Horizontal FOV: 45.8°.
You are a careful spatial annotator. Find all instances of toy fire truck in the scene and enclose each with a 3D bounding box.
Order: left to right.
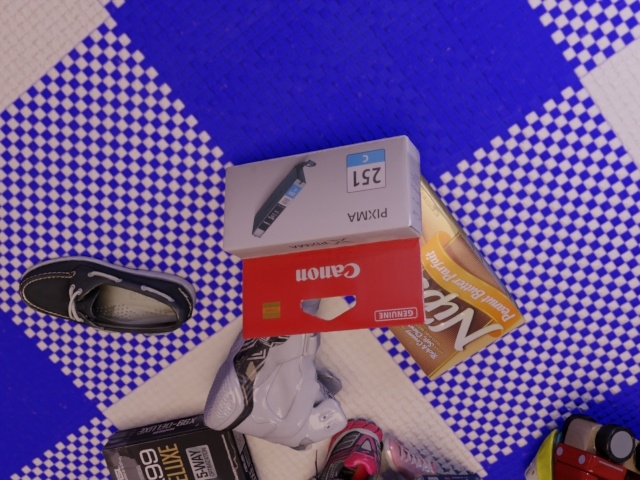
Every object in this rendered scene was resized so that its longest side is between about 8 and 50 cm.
[{"bbox_3d":[0.472,0.435,1.259,0.217,0.158,0.246,24,81,-16],"label":"toy fire truck"}]

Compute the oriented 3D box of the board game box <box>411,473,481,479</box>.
[{"bbox_3d":[0.169,0.482,1.339,0.194,0.060,0.194,-40,144,26],"label":"board game box"}]

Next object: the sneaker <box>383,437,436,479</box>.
[{"bbox_3d":[0.165,0.397,1.353,0.070,0.051,0.134,-22,114,15],"label":"sneaker"}]

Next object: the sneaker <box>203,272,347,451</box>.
[{"bbox_3d":[-0.028,0.192,1.252,0.210,0.137,0.366,27,107,-13],"label":"sneaker"}]

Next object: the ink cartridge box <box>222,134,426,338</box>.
[{"bbox_3d":[0.000,0.000,1.102,0.296,0.066,0.261,-8,72,23],"label":"ink cartridge box"}]

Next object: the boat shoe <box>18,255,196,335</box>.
[{"bbox_3d":[-0.363,0.095,1.257,0.302,0.091,0.114,1,110,4],"label":"boat shoe"}]

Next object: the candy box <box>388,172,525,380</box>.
[{"bbox_3d":[0.157,0.047,1.202,0.183,0.087,0.316,-35,104,14],"label":"candy box"}]

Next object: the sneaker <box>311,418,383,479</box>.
[{"bbox_3d":[0.022,0.465,1.352,0.121,0.112,0.299,18,109,-2],"label":"sneaker"}]

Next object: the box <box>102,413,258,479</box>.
[{"bbox_3d":[-0.231,0.476,1.383,0.242,0.076,0.307,-13,103,9],"label":"box"}]

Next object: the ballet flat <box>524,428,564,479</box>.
[{"bbox_3d":[0.405,0.435,1.343,0.077,0.077,0.231,-1,115,36],"label":"ballet flat"}]
